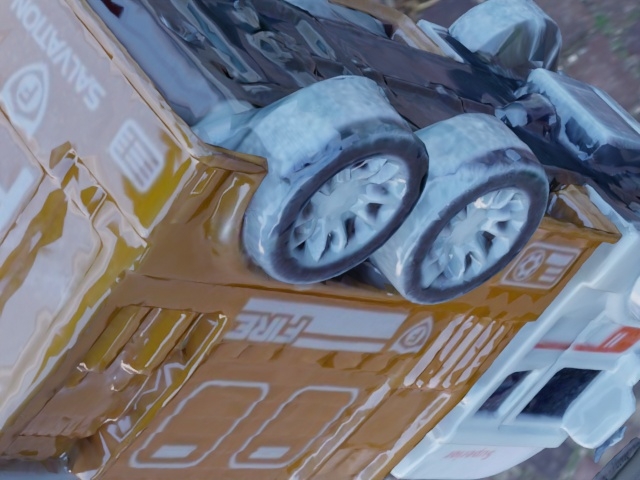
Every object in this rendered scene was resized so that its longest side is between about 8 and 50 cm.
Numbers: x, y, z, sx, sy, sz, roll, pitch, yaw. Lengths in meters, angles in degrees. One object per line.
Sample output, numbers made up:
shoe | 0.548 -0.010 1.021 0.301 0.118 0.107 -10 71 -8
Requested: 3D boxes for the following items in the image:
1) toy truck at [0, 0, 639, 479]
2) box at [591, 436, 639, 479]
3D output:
toy truck | 0.000 0.000 0.755 0.207 0.387 0.173 -53 56 20
box | 0.265 0.255 1.176 0.190 0.297 0.225 -21 95 37
